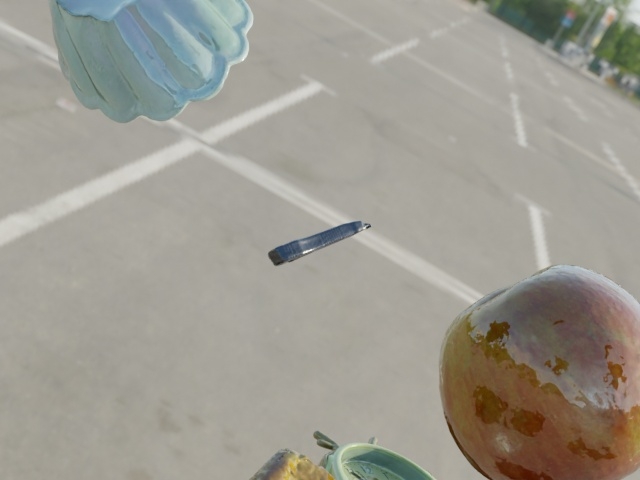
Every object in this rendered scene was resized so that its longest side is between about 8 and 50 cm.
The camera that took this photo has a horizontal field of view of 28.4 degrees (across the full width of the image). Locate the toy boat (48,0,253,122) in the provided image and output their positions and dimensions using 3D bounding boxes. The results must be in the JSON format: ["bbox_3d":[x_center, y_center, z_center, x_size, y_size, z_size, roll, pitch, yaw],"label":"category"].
[{"bbox_3d":[-0.196,-0.239,1.280,0.290,0.199,0.100,42,-12,40],"label":"toy boat"}]

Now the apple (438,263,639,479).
[{"bbox_3d":[0.281,0.156,1.539,0.301,0.301,0.301,28,14,-7],"label":"apple"}]

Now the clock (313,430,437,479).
[{"bbox_3d":[0.092,0.402,1.935,0.235,0.096,0.308,14,23,-31],"label":"clock"}]

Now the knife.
[{"bbox_3d":[0.000,0.000,1.265,0.121,0.031,0.018,-22,80,-27],"label":"knife"}]

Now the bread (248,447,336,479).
[{"bbox_3d":[-0.083,0.345,1.263,0.132,0.167,0.294,37,35,10],"label":"bread"}]
